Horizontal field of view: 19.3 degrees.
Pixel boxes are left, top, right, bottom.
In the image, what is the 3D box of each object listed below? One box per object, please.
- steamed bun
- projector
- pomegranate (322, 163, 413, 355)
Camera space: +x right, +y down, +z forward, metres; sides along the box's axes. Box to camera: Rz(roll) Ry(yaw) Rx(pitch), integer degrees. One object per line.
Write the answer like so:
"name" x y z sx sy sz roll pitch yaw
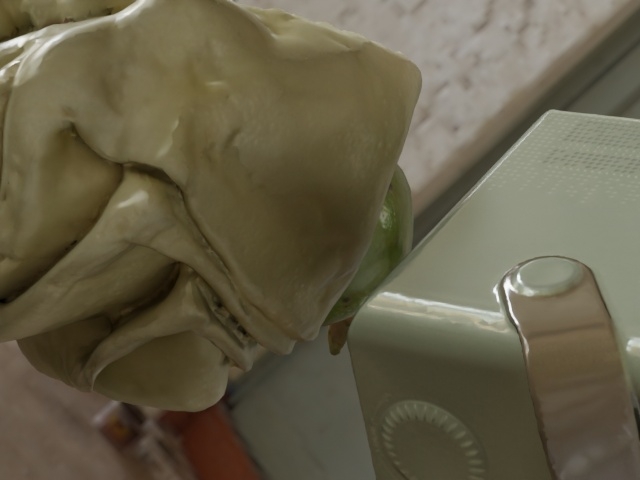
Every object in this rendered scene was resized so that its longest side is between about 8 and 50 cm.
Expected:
"steamed bun" -0.121 -0.021 0.974 0.289 0.203 0.276 10 -7 -21
"projector" 0.137 0.055 0.879 0.242 0.177 0.163 -47 134 -43
"pomegranate" 0.001 -0.005 1.377 0.156 0.156 0.220 52 8 18
